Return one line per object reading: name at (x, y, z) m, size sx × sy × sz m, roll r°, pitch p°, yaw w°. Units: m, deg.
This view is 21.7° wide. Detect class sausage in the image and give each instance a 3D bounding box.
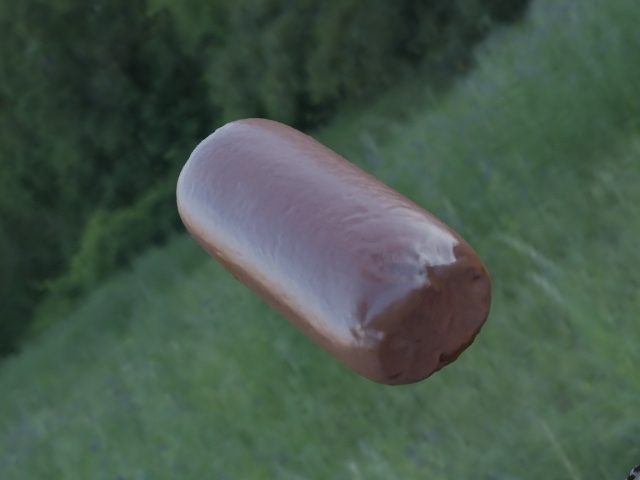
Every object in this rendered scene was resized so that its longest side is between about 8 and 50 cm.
sausage at (0.000, 0.000, 0.622) m, size 0.062 × 0.062 × 0.154 m, roll -36°, pitch 38°, yaw -15°

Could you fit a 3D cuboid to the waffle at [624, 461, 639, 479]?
waffle at (0.209, 0.116, 0.713) m, size 0.224 × 0.098 × 0.328 m, roll -2°, pitch -51°, yaw -54°
